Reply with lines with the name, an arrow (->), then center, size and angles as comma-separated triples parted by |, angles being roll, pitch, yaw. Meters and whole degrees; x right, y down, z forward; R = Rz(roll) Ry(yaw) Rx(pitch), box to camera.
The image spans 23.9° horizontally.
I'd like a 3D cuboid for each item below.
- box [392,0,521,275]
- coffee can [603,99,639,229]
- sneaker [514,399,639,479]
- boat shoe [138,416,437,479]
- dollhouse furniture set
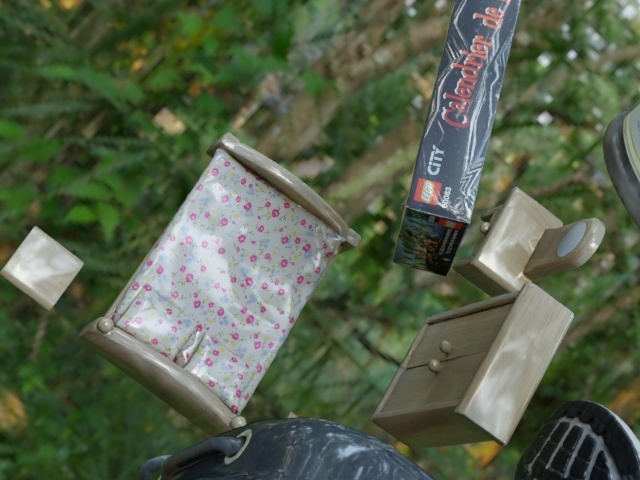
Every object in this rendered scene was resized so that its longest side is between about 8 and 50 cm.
box -> 0.101, -0.105, 1.055 | 0.044, 0.233, 0.159 | 14, -13, 2
coffee can -> 0.387, -0.104, 1.176 | 0.201, 0.275, 0.201 | 26, 40, -24
sneaker -> 0.266, 0.220, 1.181 | 0.121, 0.111, 0.300 | 37, -3, -33
boat shoe -> -0.025, 0.188, 0.695 | 0.186, 0.156, 0.500 | 29, -18, 4
dollhouse furniture set -> 0.000, 0.000, 1.140 | 0.355, 0.303, 0.174 | 37, -21, -13
